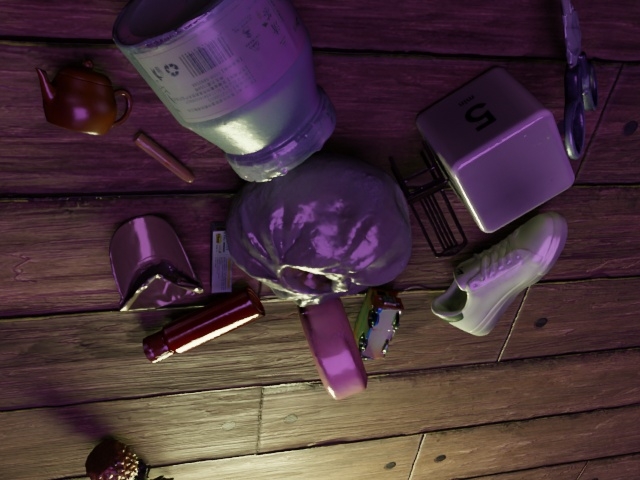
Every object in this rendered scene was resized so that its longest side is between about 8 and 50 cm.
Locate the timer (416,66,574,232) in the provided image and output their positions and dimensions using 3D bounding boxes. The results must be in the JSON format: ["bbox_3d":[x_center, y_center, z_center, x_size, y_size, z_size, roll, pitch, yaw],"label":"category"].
[{"bbox_3d":[0.320,-0.168,1.196,0.194,0.195,0.192,-31,130,10],"label":"timer"}]

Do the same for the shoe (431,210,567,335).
[{"bbox_3d":[0.385,0.062,1.449,0.160,0.132,0.363,17,125,-21],"label":"shoe"}]

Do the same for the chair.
[{"bbox_3d":[0.210,-0.071,1.224,0.084,0.213,0.101,-26,172,5],"label":"chair"}]

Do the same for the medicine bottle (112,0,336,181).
[{"bbox_3d":[-0.125,-0.255,0.967,0.244,0.245,0.290,-29,132,7],"label":"medicine bottle"}]

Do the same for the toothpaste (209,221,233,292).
[{"bbox_3d":[-0.199,0.038,1.307,0.046,0.034,0.164,-3,128,-15],"label":"toothpaste"}]

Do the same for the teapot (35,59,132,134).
[{"bbox_3d":[-0.367,-0.227,1.010,0.173,0.116,0.116,3,132,-52],"label":"teapot"}]

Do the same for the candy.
[{"bbox_3d":[0.023,0.210,1.375,0.094,0.255,0.255,-19,130,-1],"label":"candy"}]

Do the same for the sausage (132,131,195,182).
[{"bbox_3d":[-0.275,-0.145,1.146,0.024,0.024,0.132,-39,128,15],"label":"sausage"}]

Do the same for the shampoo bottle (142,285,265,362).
[{"bbox_3d":[-0.253,0.183,1.383,0.260,0.064,0.102,-25,151,4],"label":"shampoo bottle"}]

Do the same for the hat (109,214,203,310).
[{"bbox_3d":[-0.322,0.042,1.267,0.166,0.144,0.174,-12,86,-5],"label":"hat"}]

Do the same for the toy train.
[{"bbox_3d":[0.128,0.192,1.488,0.072,0.099,0.188,5,127,-17],"label":"toy train"}]

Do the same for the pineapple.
[{"bbox_3d":[-0.470,0.603,1.628,0.119,0.130,0.277,-46,130,-18],"label":"pineapple"}]

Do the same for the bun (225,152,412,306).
[{"bbox_3d":[0.003,-0.003,1.191,0.354,0.194,0.355,2,139,2],"label":"bun"}]

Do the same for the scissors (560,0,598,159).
[{"bbox_3d":[0.432,-0.357,1.112,0.029,0.256,0.384,-1,125,34],"label":"scissors"}]
